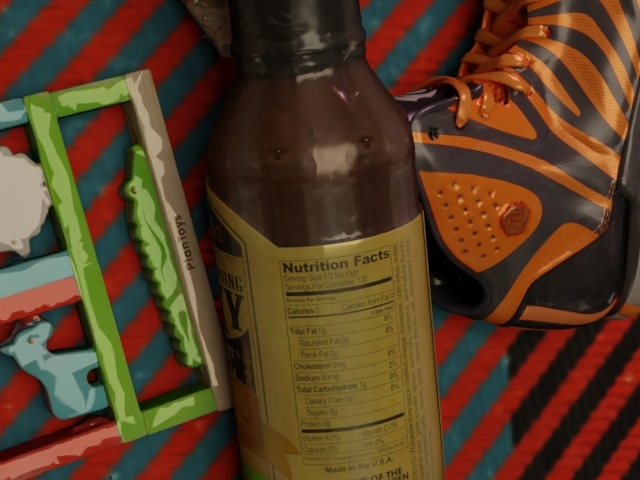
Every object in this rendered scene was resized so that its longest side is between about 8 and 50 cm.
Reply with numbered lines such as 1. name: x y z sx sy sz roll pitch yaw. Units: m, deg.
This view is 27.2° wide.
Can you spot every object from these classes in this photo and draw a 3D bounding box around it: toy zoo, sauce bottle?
1. toy zoo: -0.202 0.038 0.672 0.293 0.030 0.192 -18 96 -20
2. sauce bottle: 0.000 0.000 0.675 0.111 0.111 0.344 -11 106 -21

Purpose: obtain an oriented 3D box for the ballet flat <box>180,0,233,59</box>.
1. ballet flat: 0.003 -0.203 0.729 0.077 0.091 0.241 35 73 5

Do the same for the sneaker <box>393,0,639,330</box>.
1. sneaker: 0.109 -0.107 0.743 0.180 0.124 0.321 -2 91 -22
